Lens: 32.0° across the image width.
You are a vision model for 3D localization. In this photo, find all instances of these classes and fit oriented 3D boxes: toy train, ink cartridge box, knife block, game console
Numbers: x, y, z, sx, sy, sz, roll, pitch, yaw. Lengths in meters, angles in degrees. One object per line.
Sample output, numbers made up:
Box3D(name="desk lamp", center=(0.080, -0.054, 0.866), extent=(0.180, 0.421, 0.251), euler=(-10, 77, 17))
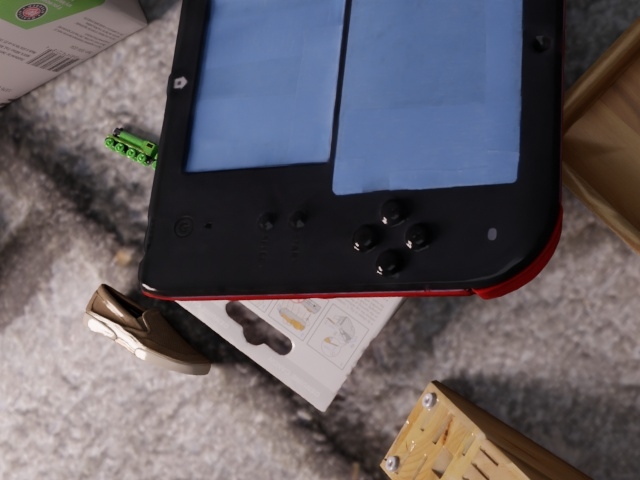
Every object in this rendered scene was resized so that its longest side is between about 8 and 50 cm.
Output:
Box3D(name="toy train", center=(-0.166, -0.083, 1.051), extent=(0.083, 0.017, 0.023), euler=(26, 86, 16))
Box3D(name="ink cartridge box", center=(-0.328, -0.198, 1.008), extent=(0.273, 0.198, 0.114), euler=(-26, 81, 14))
Box3D(name="ink cartridge box", center=(0.000, 0.000, 0.983), extent=(0.189, 0.066, 0.232), euler=(35, 107, 15))
Box3D(name="knife block", center=(0.207, 0.241, 0.902), extent=(0.088, 0.242, 0.276), euler=(-60, 30, 6))
Box3D(name="game console", center=(0.028, -0.135, 0.909), extent=(0.342, 0.060, 0.386), euler=(-1, 68, 17))

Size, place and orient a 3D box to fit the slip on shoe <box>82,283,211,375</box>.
Box3D(name="slip on shoe", center=(-0.157, 0.082, 1.026), extent=(0.135, 0.051, 0.041), euler=(24, 98, 24))

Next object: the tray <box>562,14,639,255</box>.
Box3D(name="tray", center=(0.374, -0.007, 0.855), extent=(0.411, 0.076, 0.203), euler=(46, 100, 13))
